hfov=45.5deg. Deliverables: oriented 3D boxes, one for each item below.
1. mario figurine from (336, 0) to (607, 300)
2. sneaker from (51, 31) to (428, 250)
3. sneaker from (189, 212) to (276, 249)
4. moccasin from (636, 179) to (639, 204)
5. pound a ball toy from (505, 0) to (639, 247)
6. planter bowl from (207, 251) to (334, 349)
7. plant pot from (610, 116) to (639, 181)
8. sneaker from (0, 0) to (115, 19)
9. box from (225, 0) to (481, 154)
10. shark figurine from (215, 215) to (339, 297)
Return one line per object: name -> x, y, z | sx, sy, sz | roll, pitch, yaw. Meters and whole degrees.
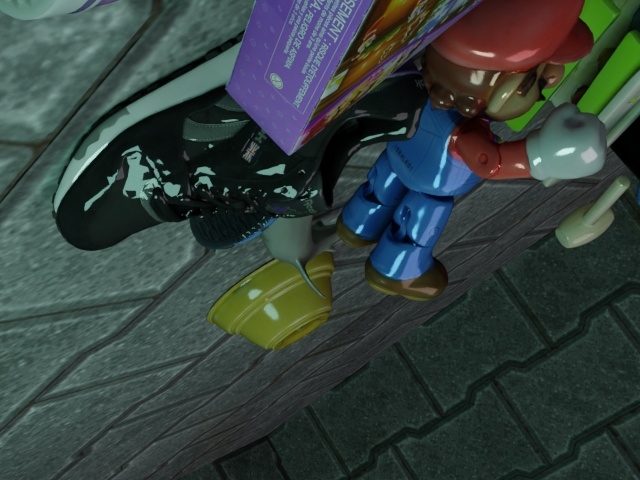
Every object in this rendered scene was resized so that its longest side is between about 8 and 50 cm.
mario figurine -> 0.142, -0.096, 0.678 | 0.170, 0.198, 0.320 | -44, 164, -50
sneaker -> -0.057, -0.057, 0.540 | 0.283, 0.124, 0.107 | -34, 165, 6
sneaker -> -0.031, -0.061, 0.694 | 0.209, 0.069, 0.082 | -40, 167, 25
moccasin -> 0.483, -0.159, 0.875 | 0.342, 0.117, 0.138 | -59, 160, -7
pound a ball toy -> 0.346, -0.150, 0.916 | 0.136, 0.208, 0.319 | -28, 164, -16
planter bowl -> -0.050, 0.098, 1.121 | 0.217, 0.090, 0.217 | -31, 165, -9
plant pot -> 0.503, -0.172, 1.030 | 0.167, 0.188, 0.187 | -34, 162, 2
sneaker -> -0.018, -0.200, 0.253 | 0.161, 0.102, 0.282 | -29, 173, -43
box -> 0.089, -0.186, 0.399 | 0.293, 0.057, 0.201 | -42, 176, -27
shark figurine -> -0.003, 0.011, 0.902 | 0.166, 0.116, 0.278 | -37, 163, 19
